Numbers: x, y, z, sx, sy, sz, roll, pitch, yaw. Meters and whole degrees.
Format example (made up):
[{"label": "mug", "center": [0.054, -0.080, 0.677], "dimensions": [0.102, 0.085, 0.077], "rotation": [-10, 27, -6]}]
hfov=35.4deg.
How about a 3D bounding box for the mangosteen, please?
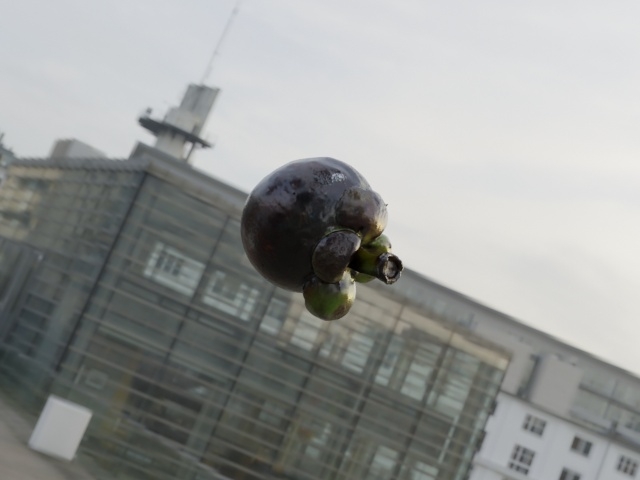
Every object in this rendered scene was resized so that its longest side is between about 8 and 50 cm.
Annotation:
[{"label": "mangosteen", "center": [-0.005, -0.003, 1.134], "dimensions": [0.172, 0.184, 0.172], "rotation": [-12, -26, -6]}]
